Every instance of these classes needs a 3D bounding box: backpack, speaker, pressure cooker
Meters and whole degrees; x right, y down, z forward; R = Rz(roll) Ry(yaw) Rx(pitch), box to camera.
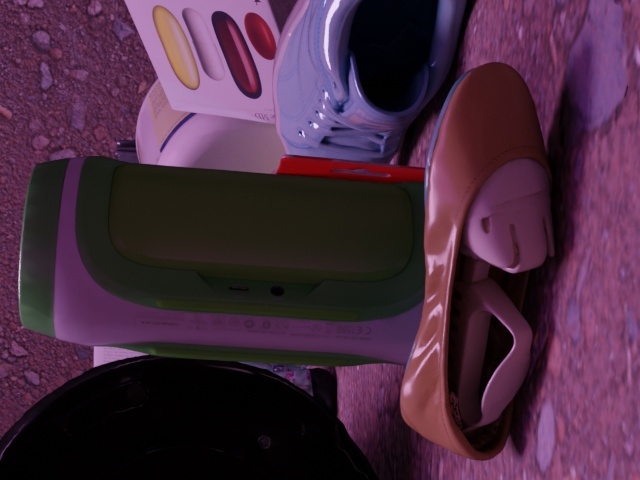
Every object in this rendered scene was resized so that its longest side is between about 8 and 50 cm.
[{"bbox_3d":[-0.080,0.203,1.474,0.152,0.182,0.115,102,170,-51],"label":"backpack"},{"bbox_3d":[-0.042,0.015,0.804,0.131,0.296,0.131,-176,90,-83],"label":"speaker"},{"bbox_3d":[-0.140,0.330,1.076,0.375,0.370,0.420,47,155,10],"label":"pressure cooker"}]

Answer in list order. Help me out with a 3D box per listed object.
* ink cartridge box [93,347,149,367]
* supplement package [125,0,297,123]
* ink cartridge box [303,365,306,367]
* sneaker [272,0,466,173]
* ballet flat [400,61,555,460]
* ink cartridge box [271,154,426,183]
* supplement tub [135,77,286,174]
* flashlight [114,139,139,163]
[{"bbox_3d":[-0.194,0.241,1.876,0.091,0.308,0.385,-96,11,-56],"label":"ink cartridge box"},{"bbox_3d":[-0.073,-0.242,1.202,0.149,0.194,0.203,-51,-44,-34],"label":"supplement package"},{"bbox_3d":[-0.099,0.006,1.689,0.198,0.197,0.270,102,171,-48],"label":"ink cartridge box"},{"bbox_3d":[0.031,-0.132,0.976,0.366,0.135,0.150,102,173,-52],"label":"sneaker"},{"bbox_3d":[0.097,0.019,0.673,0.073,0.080,0.232,38,131,48],"label":"ballet flat"},{"bbox_3d":[0.017,0.004,0.996,0.231,0.134,0.078,116,158,-73],"label":"ink cartridge box"},{"bbox_3d":[-0.096,-0.099,1.436,0.325,0.235,0.235,-117,31,-63],"label":"supplement tub"},{"bbox_3d":[-0.169,-0.104,1.896,0.103,0.304,0.103,110,161,-63],"label":"flashlight"}]
